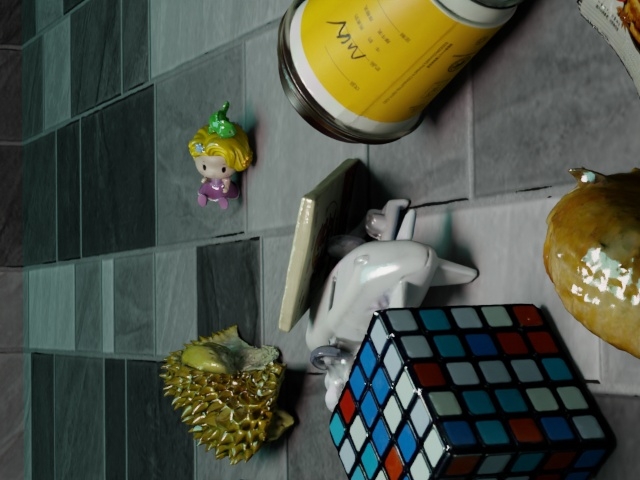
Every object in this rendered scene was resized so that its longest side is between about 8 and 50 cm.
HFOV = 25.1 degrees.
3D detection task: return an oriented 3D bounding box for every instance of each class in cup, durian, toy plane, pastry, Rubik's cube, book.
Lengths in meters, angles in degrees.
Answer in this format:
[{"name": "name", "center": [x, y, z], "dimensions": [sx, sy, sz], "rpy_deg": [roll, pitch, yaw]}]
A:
[{"name": "cup", "center": [0.086, -0.232, 1.518], "dimensions": [0.280, 0.196, 0.196], "rpy_deg": [-38, 55, 50]}, {"name": "durian", "center": [-0.120, 0.213, 2.009], "dimensions": [0.172, 0.166, 0.306], "rpy_deg": [61, 162, -8]}, {"name": "toy plane", "center": [0.063, 0.069, 1.618], "dimensions": [0.267, 0.122, 0.267], "rpy_deg": [-161, 90, -73]}, {"name": "pastry", "center": [0.274, 0.024, 1.057], "dimensions": [0.229, 0.218, 0.100], "rpy_deg": [-79, 1, -67]}, {"name": "Rubik's cube", "center": [0.138, 0.184, 1.385], "dimensions": [0.182, 0.187, 0.184], "rpy_deg": [-115, 32, -41]}, {"name": "book", "center": [0.000, 0.000, 1.710], "dimensions": [0.232, 0.022, 0.162], "rpy_deg": [-48, -31, -70]}]

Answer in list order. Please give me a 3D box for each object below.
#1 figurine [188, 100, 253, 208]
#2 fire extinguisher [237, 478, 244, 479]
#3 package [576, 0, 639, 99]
[{"name": "figurine", "center": [-0.144, -0.139, 2.104], "dimensions": [0.115, 0.095, 0.156], "rpy_deg": [-86, -3, -47]}, {"name": "fire extinguisher", "center": [-0.099, 0.366, 2.072], "dimensions": [0.028, 0.022, 0.083], "rpy_deg": [56, 161, -19]}, {"name": "package", "center": [0.298, -0.251, 1.232], "dimensions": [0.154, 0.030, 0.239], "rpy_deg": [-111, 32, -42]}]
